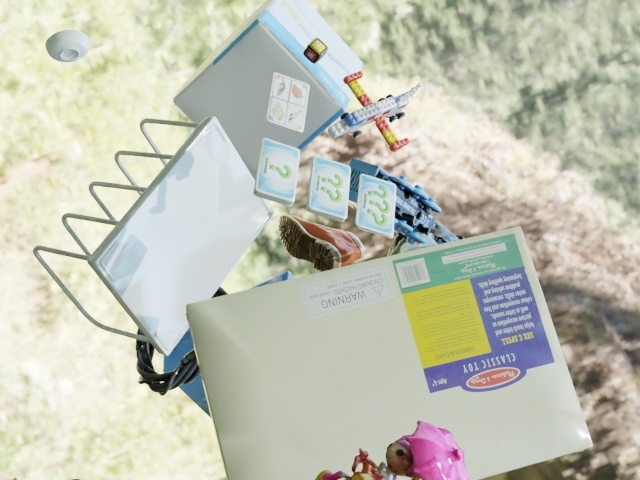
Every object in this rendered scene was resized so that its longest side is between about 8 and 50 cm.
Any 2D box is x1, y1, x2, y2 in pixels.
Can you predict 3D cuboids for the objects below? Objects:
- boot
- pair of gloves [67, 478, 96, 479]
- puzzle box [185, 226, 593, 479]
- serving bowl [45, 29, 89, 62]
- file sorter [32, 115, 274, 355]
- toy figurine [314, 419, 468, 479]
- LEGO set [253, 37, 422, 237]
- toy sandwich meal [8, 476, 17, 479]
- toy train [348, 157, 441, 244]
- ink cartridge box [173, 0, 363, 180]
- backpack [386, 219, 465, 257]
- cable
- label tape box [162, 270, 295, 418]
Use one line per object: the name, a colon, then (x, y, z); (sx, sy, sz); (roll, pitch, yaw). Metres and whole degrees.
boot: (0.000, 0.000, 1.882); (0.158, 0.084, 0.059); (34, -51, 39)
pair of gloves: (-0.354, 0.380, 1.672); (0.010, 0.074, 0.083); (56, 26, -55)
puzzle box: (0.076, 0.158, 1.326); (0.052, 0.408, 0.272); (110, -34, -71)
serving bowl: (-0.472, -0.358, 2.198); (0.083, 0.083, 0.027); (85, -9, -63)
file sorter: (-0.239, -0.015, 1.662); (0.173, 0.278, 0.193); (8, -38, 40)
toy figurine: (0.065, 0.238, 1.129); (0.130, 0.159, 0.173); (55, -9, -20)
LEGO set: (0.025, -0.139, 1.417); (0.060, 0.182, 0.244); (131, -28, -53)
toy sandwich meal: (-0.456, 0.390, 1.736); (0.085, 0.029, 0.086); (-45, -147, 41)
toy train: (0.105, -0.057, 1.752); (0.105, 0.080, 0.184); (25, -3, 34)
ink cartridge box: (-0.076, -0.259, 1.902); (0.197, 0.198, 0.270); (45, 23, -12)
backpack: (0.213, 0.155, 1.798); (0.290, 0.273, 0.355); (54, -6, -21)
cable: (-0.195, 0.141, 1.676); (0.047, 0.150, 0.185); (64, 26, -48)
label tape box: (-0.069, 0.237, 2.012); (0.348, 0.249, 0.115); (50, 23, -38)
